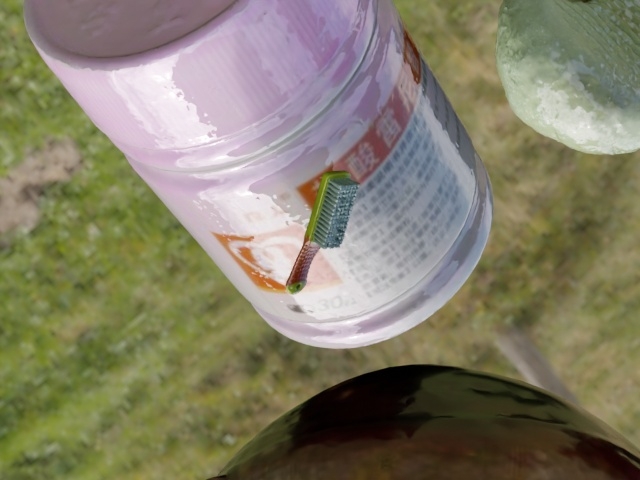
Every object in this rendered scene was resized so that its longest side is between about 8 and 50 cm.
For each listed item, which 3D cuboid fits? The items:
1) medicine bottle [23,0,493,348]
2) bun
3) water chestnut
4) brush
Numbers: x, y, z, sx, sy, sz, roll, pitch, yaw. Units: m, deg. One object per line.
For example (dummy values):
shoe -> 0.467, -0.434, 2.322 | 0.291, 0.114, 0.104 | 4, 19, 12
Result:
medicine bottle -> -0.028, -0.088, 0.987 | 0.202, 0.202, 0.316 | -41, 137, -3
bun -> 0.223, -0.155, 1.255 | 0.212, 0.204, 0.126 | -8, 152, -36
water chestnut -> 0.066, 0.244, 0.796 | 0.350, 0.350, 0.302 | -55, -162, 32
brush -> 0.000, 0.000, 0.843 | 0.018, 0.021, 0.083 | -8, 130, -42
